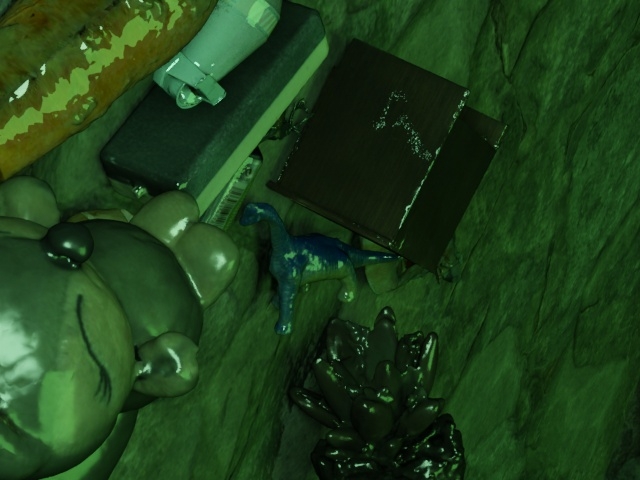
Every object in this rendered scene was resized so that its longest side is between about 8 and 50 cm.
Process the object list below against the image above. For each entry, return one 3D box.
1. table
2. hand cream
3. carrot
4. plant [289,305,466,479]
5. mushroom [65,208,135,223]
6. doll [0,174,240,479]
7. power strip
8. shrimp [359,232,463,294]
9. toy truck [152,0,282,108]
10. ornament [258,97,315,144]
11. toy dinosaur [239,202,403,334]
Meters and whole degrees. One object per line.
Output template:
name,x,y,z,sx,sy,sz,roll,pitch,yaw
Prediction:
table,0.077,-0.097,2.095,0.193,0.172,0.169,-63,156,0
hand cream,-0.127,-0.009,1.915,0.086,0.055,0.235,8,111,-62
carrot,-0.185,-0.179,1.526,0.302,0.138,0.139,-46,150,-16
plant,0.089,0.253,2.324,0.194,0.181,0.321,-21,114,-28
mushroom,-0.211,0.082,1.760,0.116,0.093,0.225,4,113,-43
doll,-0.245,0.141,1.510,0.382,0.252,0.379,-20,128,-50
power strip,-0.102,-0.129,1.781,0.257,0.105,0.070,-53,148,-26
shrimp,0.118,0.010,2.413,0.164,0.062,0.317,-57,150,-11
toy truck,-0.069,-0.244,1.657,0.256,0.140,0.108,-45,154,0
ornament,-0.043,-0.137,1.991,0.125,0.028,0.073,-20,129,-56
toy dinosaur,0.000,0.000,2.125,0.247,0.075,0.188,-20,135,-33
